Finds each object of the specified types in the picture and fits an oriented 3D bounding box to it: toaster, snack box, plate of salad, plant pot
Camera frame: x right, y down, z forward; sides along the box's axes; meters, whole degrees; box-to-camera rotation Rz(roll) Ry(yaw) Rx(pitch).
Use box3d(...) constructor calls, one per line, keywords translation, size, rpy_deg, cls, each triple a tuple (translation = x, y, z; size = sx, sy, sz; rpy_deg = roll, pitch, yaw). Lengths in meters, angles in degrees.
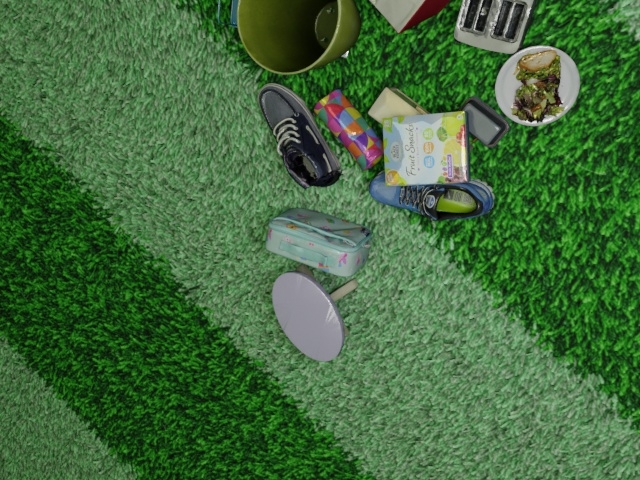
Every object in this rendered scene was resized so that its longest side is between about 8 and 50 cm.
box3d(translation=(0.420, -0.541, 1.621), size=(0.168, 0.110, 0.185), rpy_deg=(20, 116, 14), cls="toaster")
box3d(translation=(0.264, -0.225, 1.669), size=(0.207, 0.070, 0.174), rpy_deg=(-2, 96, 21), cls="snack box")
box3d(translation=(0.531, -0.374, 1.643), size=(0.200, 0.048, 0.199), rpy_deg=(5, 118, 9), cls="plate of salad")
box3d(translation=(-0.014, -0.552, 1.681), size=(0.275, 0.293, 0.274), rpy_deg=(6, 103, 26), cls="plant pot")

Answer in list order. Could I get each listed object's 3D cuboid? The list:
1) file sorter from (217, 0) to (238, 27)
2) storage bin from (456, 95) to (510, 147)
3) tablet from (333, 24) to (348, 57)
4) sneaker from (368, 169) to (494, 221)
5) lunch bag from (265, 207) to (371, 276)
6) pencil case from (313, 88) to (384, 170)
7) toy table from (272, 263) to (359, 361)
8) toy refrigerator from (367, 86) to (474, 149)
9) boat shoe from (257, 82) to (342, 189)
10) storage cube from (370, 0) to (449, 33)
box3d(translation=(-0.183, -0.636, 1.834), size=(0.170, 0.104, 0.118), rpy_deg=(13, 108, 17), cls="file sorter")
box3d(translation=(0.401, -0.294, 1.707), size=(0.135, 0.091, 0.098), rpy_deg=(41, 113, 8), cls="storage bin")
box3d(translation=(0.059, -0.544, 1.819), size=(0.054, 0.006, 0.083), rpy_deg=(22, 109, 15), cls="tablet")
box3d(translation=(0.283, -0.124, 1.762), size=(0.330, 0.147, 0.129), rpy_deg=(8, 105, 19), cls="sneaker")
box3d(translation=(0.000, 0.000, 1.855), size=(0.279, 0.224, 0.107), rpy_deg=(17, 109, 17), cls="lunch bag")
box3d(translation=(0.082, -0.302, 1.823), size=(0.104, 0.104, 0.236), rpy_deg=(-40, 85, 24), cls="pencil case")
box3d(translation=(-0.014, 0.199, 1.944), size=(0.252, 0.161, 0.274), rpy_deg=(-19, 95, 24), cls="toy table")
box3d(translation=(0.266, -0.292, 1.752), size=(0.269, 0.102, 0.094), rpy_deg=(40, 113, 8), cls="toy refrigerator")
box3d(translation=(-0.076, -0.290, 1.848), size=(0.127, 0.158, 0.340), rpy_deg=(-39, 88, 24), cls="boat shoe")
box3d(translation=(0.226, -0.641, 1.598), size=(0.183, 0.193, 0.215), rpy_deg=(49, 141, 3), cls="storage cube")
